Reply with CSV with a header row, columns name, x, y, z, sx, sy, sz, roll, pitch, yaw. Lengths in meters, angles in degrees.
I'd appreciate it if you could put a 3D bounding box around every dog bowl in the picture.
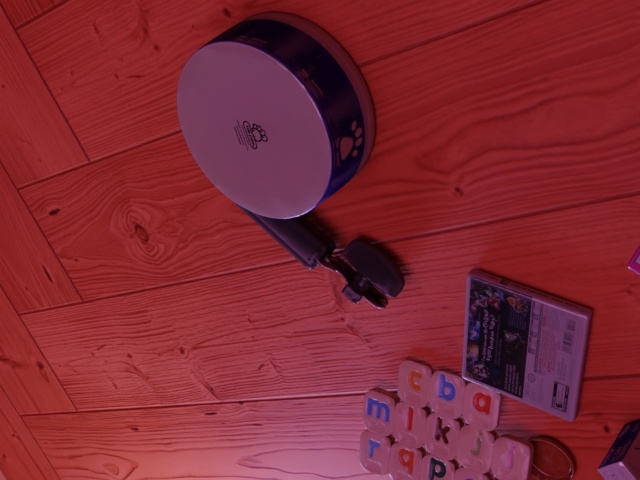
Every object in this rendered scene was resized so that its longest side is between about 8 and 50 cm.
name,x,y,z,sx,sy,sz,roll,pitch,yaw
dog bowl,-0.063,-0.166,1.433,0.264,0.104,0.265,22,132,26

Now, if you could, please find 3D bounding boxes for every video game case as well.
name,x,y,z,sx,sy,sz,roll,pitch,yaw
video game case,0.276,0.142,1.440,0.173,0.022,0.190,20,131,28

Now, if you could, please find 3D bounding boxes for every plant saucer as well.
name,x,y,z,sx,sy,sz,roll,pitch,yaw
plant saucer,0.328,0.317,1.529,0.083,0.013,0.083,22,132,27

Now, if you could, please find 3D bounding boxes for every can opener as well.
name,x,y,z,sx,sy,sz,roll,pitch,yaw
can opener,0.000,0.000,1.543,0.280,0.074,0.093,37,103,10

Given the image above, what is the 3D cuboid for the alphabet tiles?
name,x,y,z,sx,sy,sz,roll,pitch,yaw
alphabet tiles,0.183,0.325,1.600,0.284,0.021,0.278,15,111,33

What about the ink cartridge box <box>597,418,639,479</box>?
name,x,y,z,sx,sy,sz,roll,pitch,yaw
ink cartridge box,0.456,0.341,1.377,0.207,0.097,0.046,51,138,-2

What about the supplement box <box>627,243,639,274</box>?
name,x,y,z,sx,sy,sz,roll,pitch,yaw
supplement box,0.429,-0.044,1.106,0.114,0.111,0.220,34,137,15
